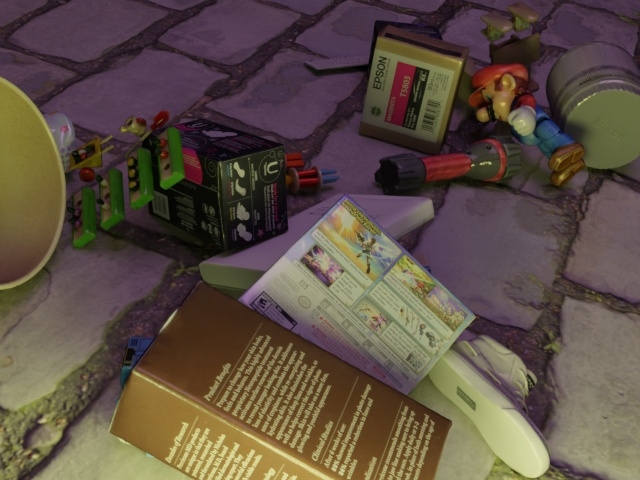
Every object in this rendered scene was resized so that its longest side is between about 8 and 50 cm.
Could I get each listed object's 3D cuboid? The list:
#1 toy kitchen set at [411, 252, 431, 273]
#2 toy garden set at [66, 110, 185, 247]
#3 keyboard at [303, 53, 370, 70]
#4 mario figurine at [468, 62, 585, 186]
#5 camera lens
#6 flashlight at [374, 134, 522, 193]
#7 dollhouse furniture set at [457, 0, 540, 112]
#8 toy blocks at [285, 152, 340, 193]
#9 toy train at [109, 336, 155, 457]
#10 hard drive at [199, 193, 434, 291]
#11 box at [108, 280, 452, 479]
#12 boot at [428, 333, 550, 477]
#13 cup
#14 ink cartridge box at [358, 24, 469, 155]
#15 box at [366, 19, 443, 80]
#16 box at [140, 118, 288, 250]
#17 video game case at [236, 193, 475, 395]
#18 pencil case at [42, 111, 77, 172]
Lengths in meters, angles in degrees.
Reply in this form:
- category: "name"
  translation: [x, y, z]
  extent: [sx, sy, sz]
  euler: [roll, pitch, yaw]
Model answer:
- category: "toy kitchen set"
  translation: [0.089, 0.136, 1.413]
  extent: [0.207, 0.122, 0.166]
  euler: [-13, 37, 2]
- category: "toy garden set"
  translation: [-0.345, -0.131, 1.525]
  extent: [0.049, 0.244, 0.204]
  euler: [36, 31, -44]
- category: "keyboard"
  translation: [0.084, -0.457, 2.288]
  extent: [0.256, 0.014, 0.072]
  euler: [-12, 26, -28]
- category: "mario figurine"
  translation: [0.426, -0.249, 1.966]
  extent: [0.170, 0.198, 0.320]
  euler: [-17, 57, -29]
- category: "camera lens"
  translation: [0.642, -0.316, 2.067]
  extent: [0.219, 0.219, 0.274]
  euler: [10, 35, 0]
- category: "flashlight"
  translation: [0.271, -0.153, 1.848]
  extent: [0.304, 0.103, 0.103]
  euler: [-10, 47, -28]
- category: "dollhouse furniture set"
  translation: [0.443, -0.421, 2.175]
  extent: [0.242, 0.212, 0.161]
  euler: [-24, 44, -13]
- category: "toy blocks"
  translation: [-0.047, -0.140, 1.787]
  extent: [0.148, 0.054, 0.123]
  euler: [-7, 39, -23]
- category: "toy train"
  translation: [-0.227, 0.212, 1.232]
  extent: [0.105, 0.080, 0.184]
  euler: [0, 39, -1]
- category: "hard drive"
  translation: [0.000, 0.000, 1.534]
  extent: [0.233, 0.047, 0.353]
  euler: [6, 25, 42]
- category: "box"
  translation: [-0.046, 0.233, 1.121]
  extent: [0.381, 0.143, 0.191]
  euler: [31, 37, 1]
- category: "boot"
  translation: [0.277, 0.227, 1.316]
  extent: [0.123, 0.095, 0.258]
  euler: [-18, 43, -24]
- category: "cup"
  translation: [-0.594, -0.081, 1.384]
  extent: [0.237, 0.331, 0.331]
  euler: [-5, 28, 25]
- category: "ink cartridge box"
  translation: [0.200, -0.325, 1.951]
  extent: [0.193, 0.235, 0.088]
  euler: [17, 35, 10]
- category: "box"
  translation: [0.211, -0.404, 2.143]
  extent: [0.165, 0.143, 0.270]
  euler: [4, 35, -6]
- category: "box"
  translation: [-0.184, -0.102, 1.562]
  extent: [0.142, 0.163, 0.247]
  euler: [-20, 29, -36]
- category: "video game case"
  translation: [0.049, 0.107, 1.305]
  extent: [0.269, 0.061, 0.244]
  euler: [44, 66, 3]
- category: "pencil case"
  translation: [-0.582, -0.163, 1.629]
  extent: [0.273, 0.113, 0.124]
  euler: [-12, 63, -29]
